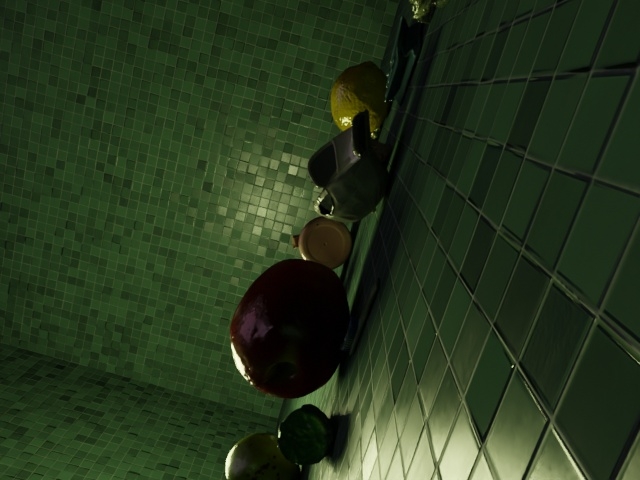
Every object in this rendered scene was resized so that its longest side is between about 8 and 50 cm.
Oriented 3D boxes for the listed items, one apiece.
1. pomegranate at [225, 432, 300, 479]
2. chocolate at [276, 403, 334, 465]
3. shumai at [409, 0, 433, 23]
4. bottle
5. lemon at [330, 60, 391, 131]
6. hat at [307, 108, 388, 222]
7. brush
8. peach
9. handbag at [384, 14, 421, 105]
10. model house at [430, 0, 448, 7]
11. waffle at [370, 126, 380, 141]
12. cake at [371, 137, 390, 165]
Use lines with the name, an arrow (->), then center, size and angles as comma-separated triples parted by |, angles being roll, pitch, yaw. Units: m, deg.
pomegranate -> -0.137, 0.560, 1.436 | 0.198, 0.198, 0.246 | 114, 174, -80
chocolate -> -0.032, 0.391, 1.154 | 0.291, 0.110, 0.110 | 100, -175, -75
shumai -> 0.254, -0.563, 1.357 | 0.081, 0.082, 0.083 | 68, -155, -14
bottle -> 0.000, 0.000, 1.911 | 0.297, 0.206, 0.173 | -82, -15, -84
lemon -> 0.133, -0.463, 1.853 | 0.204, 0.204, 0.260 | 135, 149, -87
hat -> 0.077, -0.173, 1.338 | 0.232, 0.161, 0.275 | -30, 48, 53
brush -> 0.073, 0.142, 1.059 | 0.033, 0.030, 0.179 | -59, -13, -56
peach -> -0.067, 0.183, 1.294 | 0.338, 0.280, 0.281 | -84, 9, -56
handbag -> 0.221, -0.483, 1.527 | 0.229, 0.062, 0.179 | -76, -1, -48
model house -> 0.228, -0.524, 1.162 | 0.079, 0.083, 0.066 | -83, 7, -75
waffle -> 0.194, -0.396, 2.019 | 0.183, 0.036, 0.170 | -94, 18, -87
cake -> 0.108, -0.196, 1.550 | 0.295, 0.115, 0.113 | 120, 166, -83
